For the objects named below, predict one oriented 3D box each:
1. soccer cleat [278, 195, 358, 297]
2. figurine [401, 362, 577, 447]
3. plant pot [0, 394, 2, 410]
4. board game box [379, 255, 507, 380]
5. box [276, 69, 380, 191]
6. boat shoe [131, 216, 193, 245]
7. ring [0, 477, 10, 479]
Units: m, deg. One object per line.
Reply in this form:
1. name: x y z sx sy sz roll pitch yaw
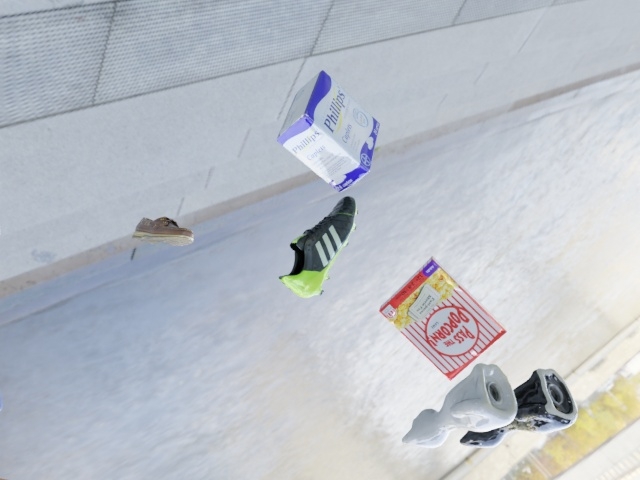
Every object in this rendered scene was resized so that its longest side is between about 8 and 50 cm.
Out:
1. soccer cleat: 0.000 0.000 0.786 0.060 0.072 0.179 -13 -133 63
2. figurine: 0.261 0.289 0.845 0.214 0.092 0.209 11 137 -27
3. plant pot: -0.795 0.289 1.030 0.235 0.236 0.212 -25 163 0
4. board game box: 0.233 0.149 1.000 0.147 0.193 0.045 -47 177 15
5. box: 0.017 -0.172 0.819 0.137 0.126 0.072 37 135 -23
6. boat shoe: -0.343 -0.024 1.135 0.064 0.177 0.060 27 71 -52
7. ring: -0.556 0.544 1.056 0.337 0.336 0.032 92 9 -52
